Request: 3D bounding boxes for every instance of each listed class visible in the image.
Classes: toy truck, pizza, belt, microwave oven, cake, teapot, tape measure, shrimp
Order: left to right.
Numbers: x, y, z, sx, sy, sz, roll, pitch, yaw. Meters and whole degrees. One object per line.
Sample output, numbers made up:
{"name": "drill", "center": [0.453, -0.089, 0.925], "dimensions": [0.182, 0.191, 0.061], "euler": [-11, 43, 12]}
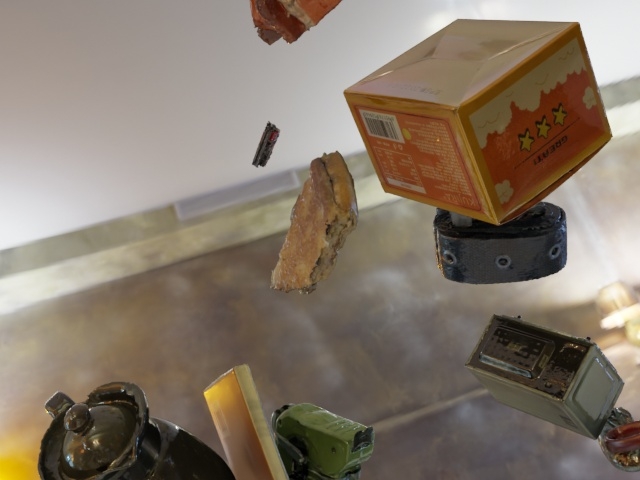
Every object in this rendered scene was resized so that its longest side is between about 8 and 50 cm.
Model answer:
{"name": "teapot", "center": [-0.278, 0.306, 1.357], "dimensions": [0.223, 0.305, 0.285], "euler": [-29, -56, 3]}
{"name": "toy truck", "center": [-0.088, -0.156, 1.522], "dimensions": [0.032, 0.024, 0.083], "euler": [-30, -28, -55]}
{"name": "tape measure", "center": [-0.007, 0.331, 1.449], "dimensions": [0.087, 0.177, 0.154], "euler": [-10, -70, -44]}
{"name": "pizza", "center": [0.000, 0.000, 1.236], "dimensions": [0.069, 0.147, 0.226], "euler": [8, -64, -24]}
{"name": "cake", "center": [0.003, -0.436, 1.504], "dimensions": [0.287, 0.135, 0.098], "euler": [-37, 16, -4]}
{"name": "belt", "center": [0.293, -0.010, 1.536], "dimensions": [0.218, 0.122, 0.129], "euler": [-2, -58, 8]}
{"name": "microwave oven", "center": [0.376, 0.219, 1.575], "dimensions": [0.129, 0.205, 0.163], "euler": [-56, -48, -17]}
{"name": "shrimp", "center": [0.505, 0.318, 1.614], "dimensions": [0.079, 0.233, 0.090], "euler": [-16, -67, 3]}

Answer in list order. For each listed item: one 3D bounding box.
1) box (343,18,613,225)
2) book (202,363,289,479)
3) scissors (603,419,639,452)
{"name": "box", "center": [0.239, -0.189, 1.447], "dimensions": [0.259, 0.283, 0.214], "euler": [-34, -61, -21]}
{"name": "book", "center": [-0.080, 0.374, 1.365], "dimensions": [0.028, 0.374, 0.262], "euler": [-18, -10, -22]}
{"name": "scissors", "center": [0.364, 0.130, 0.791], "dimensions": [0.144, 0.017, 0.247], "euler": [-22, -5, -36]}
